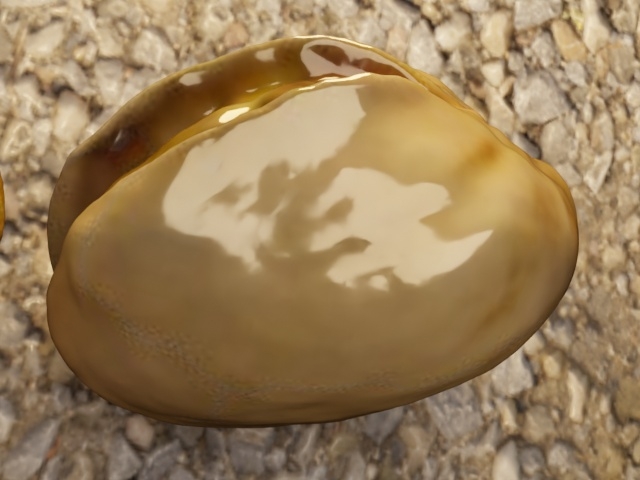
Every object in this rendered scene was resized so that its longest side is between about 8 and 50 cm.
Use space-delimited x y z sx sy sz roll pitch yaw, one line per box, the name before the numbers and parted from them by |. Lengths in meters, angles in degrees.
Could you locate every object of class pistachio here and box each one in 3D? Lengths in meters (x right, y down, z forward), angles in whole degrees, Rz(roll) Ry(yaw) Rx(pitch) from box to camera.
pistachio | 0.000 0.000 0.613 0.321 0.229 0.238 -5 113 -14

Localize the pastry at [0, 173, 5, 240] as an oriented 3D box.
pastry | -0.270 -0.012 0.566 0.188 0.103 0.189 7 70 -21
